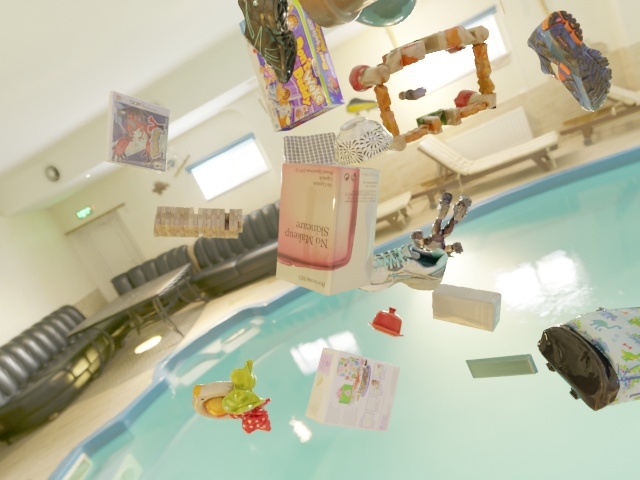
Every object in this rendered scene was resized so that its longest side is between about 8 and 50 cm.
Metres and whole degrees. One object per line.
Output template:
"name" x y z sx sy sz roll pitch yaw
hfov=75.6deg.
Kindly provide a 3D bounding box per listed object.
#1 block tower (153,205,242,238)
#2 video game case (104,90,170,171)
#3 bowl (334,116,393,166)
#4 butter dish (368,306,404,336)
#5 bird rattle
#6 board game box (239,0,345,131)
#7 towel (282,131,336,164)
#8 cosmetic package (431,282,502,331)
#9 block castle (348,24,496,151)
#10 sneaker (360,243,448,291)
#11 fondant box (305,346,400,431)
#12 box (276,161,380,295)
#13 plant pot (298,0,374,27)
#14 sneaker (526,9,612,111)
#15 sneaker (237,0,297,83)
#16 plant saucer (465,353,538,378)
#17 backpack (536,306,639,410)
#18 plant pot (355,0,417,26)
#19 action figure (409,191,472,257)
"block tower" -0.477 -0.070 1.616 0.336 0.090 0.097 0 -31 -11
"video game case" -0.539 -0.317 1.228 0.023 0.201 0.184 5 1 37
"bowl" 0.100 -0.276 1.097 0.170 0.080 0.170 -20 32 13
"butter dish" 0.292 0.341 1.762 0.160 0.160 0.118 63 -133 -74
"bird rattle" -0.239 0.432 1.123 0.207 0.253 0.143 0 51 -4
"board game box" -0.089 -0.534 1.239 0.234 0.346 0.078 -14 7 39
"towel" -0.031 -0.314 1.704 0.235 0.283 0.121 -10 -20 -1
"cosmetic package" 0.558 0.253 1.589 0.238 0.127 0.107 11 27 37
"block castle" 0.338 -0.505 1.374 0.454 0.302 0.213 -26 24 -11
"sneaker" 0.197 0.056 1.079 0.284 0.122 0.110 0 47 -11
"fondant box" 0.125 0.532 1.464 0.096 0.331 0.238 -3 67 50
"box" 0.012 -0.030 0.794 0.149 0.232 0.127 12 12 41
"plant pot" 0.088 -0.564 0.781 0.230 0.262 0.263 8 30 31
"sneaker" 0.507 -0.358 0.840 0.083 0.221 0.087 -41 12 -7
"sneaker" -0.123 -0.499 1.016 0.106 0.101 0.267 14 -19 10
"plant saucer" 0.534 0.378 1.226 0.192 0.067 0.018 -19 13 34
"backpack" 0.920 0.341 1.253 0.356 0.273 0.290 7 26 -11
"plant pot" 0.209 -0.817 1.340 0.291 0.289 0.196 -17 -25 37
"action figure" 0.405 -0.028 1.395 0.186 0.284 0.099 11 40 -1
